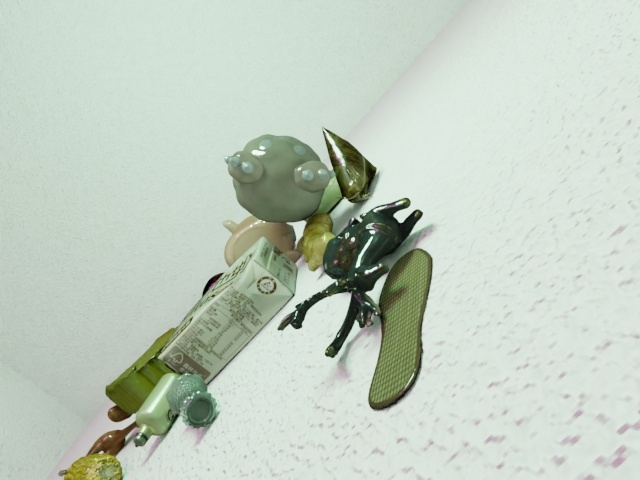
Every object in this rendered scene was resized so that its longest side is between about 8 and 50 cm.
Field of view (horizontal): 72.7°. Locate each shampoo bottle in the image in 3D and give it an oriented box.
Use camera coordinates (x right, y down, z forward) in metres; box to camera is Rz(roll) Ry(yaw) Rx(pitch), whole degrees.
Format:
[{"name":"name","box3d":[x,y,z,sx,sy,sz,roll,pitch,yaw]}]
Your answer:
[{"name":"shampoo bottle","box3d":[-0.361,0.383,0.976,0.079,0.079,0.162,-41,13,35]}]

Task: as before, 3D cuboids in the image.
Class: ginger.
[{"name":"ginger","box3d":[-0.003,-0.002,0.945,0.118,0.065,0.299,-60,9,4]}]

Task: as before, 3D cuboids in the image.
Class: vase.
[{"name":"vase","box3d":[-0.234,0.296,0.798,0.081,0.081,0.149,-53,14,-21]}]

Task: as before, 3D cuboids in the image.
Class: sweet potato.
[{"name":"sweet potato","box3d":[-0.561,0.499,1.298,0.050,0.050,0.214,-48,-13,1]}]

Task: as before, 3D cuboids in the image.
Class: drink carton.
[{"name":"drink carton","box3d":[-0.208,0.162,1.016,0.324,0.132,0.194,-45,12,10]}]

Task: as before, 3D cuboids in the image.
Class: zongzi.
[{"name":"zongzi","box3d":[0.051,-0.183,1.046,0.084,0.184,0.187,-38,14,26]}]

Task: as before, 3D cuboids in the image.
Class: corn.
[{"name":"corn","box3d":[-0.549,0.562,1.046,0.293,0.106,0.106,-37,16,43]}]

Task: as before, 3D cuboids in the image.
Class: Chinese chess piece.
[{"name":"Chinese chess piece","box3d":[0.006,-0.135,1.331,0.188,0.083,0.188,-47,8,9]}]

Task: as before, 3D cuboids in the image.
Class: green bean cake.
[{"name":"green bean cake","box3d":[-0.462,0.367,1.230,0.233,0.124,0.236,-31,13,47]}]

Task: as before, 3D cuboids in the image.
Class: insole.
[{"name":"insole","box3d":[0.089,0.076,0.476,0.086,0.005,0.253,-43,12,30]}]

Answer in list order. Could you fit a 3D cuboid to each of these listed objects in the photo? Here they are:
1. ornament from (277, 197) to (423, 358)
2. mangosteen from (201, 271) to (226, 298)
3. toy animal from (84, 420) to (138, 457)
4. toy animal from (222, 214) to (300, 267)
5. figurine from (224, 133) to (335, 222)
[{"name":"ornament","box3d":[0.025,0.058,0.583,0.202,0.080,0.236,-37,15,49]},{"name":"mangosteen","box3d":[-0.255,0.163,1.213,0.152,0.152,0.152,-46,11,12]},{"name":"toy animal","box3d":[-0.589,0.575,1.245,0.230,0.066,0.224,-44,7,-26]},{"name":"toy animal","box3d":[-0.174,0.008,1.259,0.213,0.195,0.256,-21,7,-1]},{"name":"figurine","box3d":[-0.102,-0.138,1.108,0.380,0.248,0.203,145,136,-86]}]
